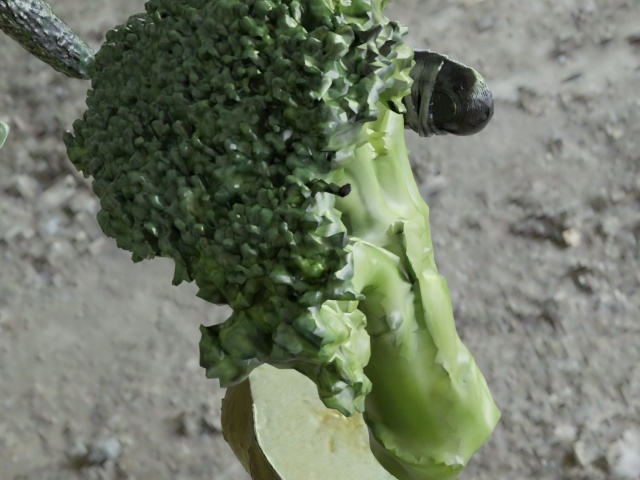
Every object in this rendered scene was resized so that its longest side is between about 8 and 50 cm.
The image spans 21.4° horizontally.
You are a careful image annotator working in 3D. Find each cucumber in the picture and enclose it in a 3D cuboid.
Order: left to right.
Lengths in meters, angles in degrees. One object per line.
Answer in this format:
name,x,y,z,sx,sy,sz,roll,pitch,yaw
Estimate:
cucumber,-0.342,-0.262,1.891,0.067,0.293,0.067,-22,45,23

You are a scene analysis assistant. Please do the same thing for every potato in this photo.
potato,0.010,0.248,2.054,0.246,0.196,0.299,-3,48,-12

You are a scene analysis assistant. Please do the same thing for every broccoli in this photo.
broccoli,0.005,-0.035,1.129,0.275,0.397,0.353,-2,71,32

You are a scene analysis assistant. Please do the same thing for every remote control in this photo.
remote control,0.040,-0.144,1.589,0.266,0.090,0.066,17,47,37

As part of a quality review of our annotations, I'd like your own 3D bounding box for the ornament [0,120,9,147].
ornament,-0.270,-0.085,1.272,0.041,0.068,0.092,-40,35,43
